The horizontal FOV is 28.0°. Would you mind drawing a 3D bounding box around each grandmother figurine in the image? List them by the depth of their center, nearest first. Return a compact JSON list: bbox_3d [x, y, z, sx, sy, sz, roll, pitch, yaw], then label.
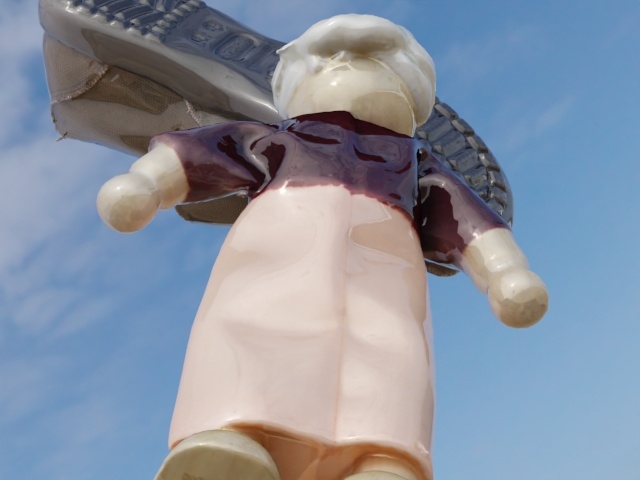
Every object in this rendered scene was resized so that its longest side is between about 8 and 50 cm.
[{"bbox_3d":[0.000,0.000,0.605,0.342,0.207,0.104,-78,12,-50],"label":"grandmother figurine"}]

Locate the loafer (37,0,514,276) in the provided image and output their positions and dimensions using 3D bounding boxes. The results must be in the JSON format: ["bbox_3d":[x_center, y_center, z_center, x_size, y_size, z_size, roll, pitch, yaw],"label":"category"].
[{"bbox_3d":[-0.037,-0.067,0.903,0.134,0.366,0.130,-40,-26,-53],"label":"loafer"}]
